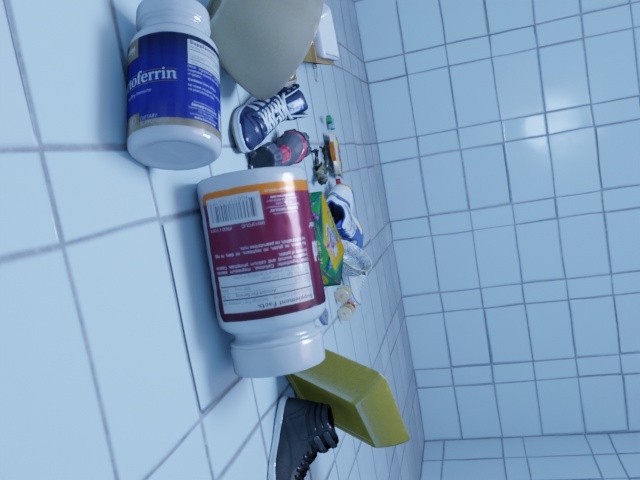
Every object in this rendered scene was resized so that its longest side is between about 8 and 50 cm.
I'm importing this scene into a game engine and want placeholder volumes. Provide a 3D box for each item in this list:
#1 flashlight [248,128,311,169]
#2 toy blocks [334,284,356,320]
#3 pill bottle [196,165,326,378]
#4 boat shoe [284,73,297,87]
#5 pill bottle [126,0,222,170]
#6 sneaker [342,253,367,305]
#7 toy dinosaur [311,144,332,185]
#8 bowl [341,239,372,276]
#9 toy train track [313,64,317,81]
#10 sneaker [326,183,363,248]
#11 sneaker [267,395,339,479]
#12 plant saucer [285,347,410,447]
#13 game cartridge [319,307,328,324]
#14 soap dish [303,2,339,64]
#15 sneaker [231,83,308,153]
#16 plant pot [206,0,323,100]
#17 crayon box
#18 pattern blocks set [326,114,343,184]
[{"bbox_3d":[-0.107,-0.242,1.573,0.103,0.103,0.304,53,20,-4],"label":"flashlight"},{"bbox_3d":[0.100,0.223,2.166,0.148,0.054,0.123,-33,115,-73],"label":"toy blocks"},{"bbox_3d":[-0.110,0.060,1.164,0.224,0.224,0.392,-16,98,-75],"label":"pill bottle"},{"bbox_3d":[-0.113,-0.470,1.663,0.302,0.098,0.109,37,47,-69],"label":"boat shoe"},{"bbox_3d":[-0.246,-0.265,0.971,0.153,0.153,0.264,38,46,-69],"label":"pill bottle"},{"bbox_3d":[0.140,0.154,2.272,0.094,0.091,0.258,-78,155,-52],"label":"sneaker"},{"bbox_3d":[0.006,-0.280,2.089,0.268,0.064,0.118,-70,152,-69],"label":"toy dinosaur"},{"bbox_3d":[0.100,0.081,2.139,0.170,0.080,0.170,27,28,-16],"label":"bowl"},{"bbox_3d":[-0.021,-0.666,2.266,0.048,0.014,0.083,-69,154,-74],"label":"toy train track"},{"bbox_3d":[0.078,-0.063,2.192,0.131,0.112,0.296,-51,132,-46],"label":"sneaker"},{"bbox_3d":[-0.034,0.508,1.355,0.104,0.147,0.296,65,24,-52],"label":"sneaker"},{"bbox_3d":[0.041,0.398,1.475,0.081,0.333,0.333,-52,139,-28],"label":"plant saucer"},{"bbox_3d":[0.009,0.243,1.897,0.083,0.017,0.056,63,21,-50],"label":"game cartridge"},{"bbox_3d":[-0.026,-0.749,2.086,0.291,0.118,0.229,-48,128,-70],"label":"soap dish"},{"bbox_3d":[-0.120,-0.315,1.453,0.282,0.153,0.099,-75,152,-55],"label":"sneaker"},{"bbox_3d":[-0.152,-0.487,1.298,0.191,0.284,0.284,23,52,-30],"label":"plant pot"},{"bbox_3d":[0.000,0.000,1.864,0.165,0.081,0.278,-83,159,-43],"label":"crayon box"},{"bbox_3d":[0.065,-0.338,2.306,0.285,0.026,0.325,-68,148,-77],"label":"pattern blocks set"}]
